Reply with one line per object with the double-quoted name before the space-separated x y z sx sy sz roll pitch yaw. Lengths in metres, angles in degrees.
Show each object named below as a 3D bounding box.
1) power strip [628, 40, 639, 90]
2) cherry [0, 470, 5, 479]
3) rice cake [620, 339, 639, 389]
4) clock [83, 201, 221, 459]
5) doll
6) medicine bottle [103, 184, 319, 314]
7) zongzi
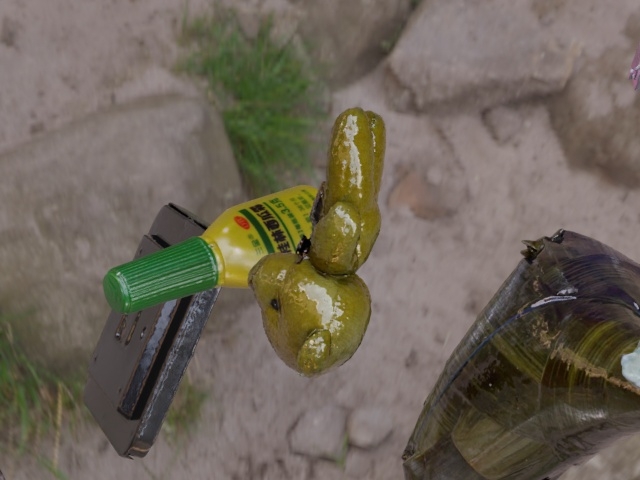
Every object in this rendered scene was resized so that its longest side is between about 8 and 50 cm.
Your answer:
"power strip" 0.503 -0.222 1.872 0.279 0.109 0.037 -5 71 1
"cherry" -0.247 0.156 0.704 0.230 0.300 0.203 -32 91 -8
"rice cake" 0.322 0.033 1.158 0.237 0.127 0.043 -43 65 14
"clock" -0.204 0.098 1.870 0.049 0.273 0.279 22 92 -22
"doll" 0.000 0.000 1.192 0.097 0.137 0.209 12 90 2
"medicine bottle" -0.090 0.015 1.534 0.260 0.064 0.095 -19 67 -32
"zongzi" 0.259 0.229 1.829 0.208 0.432 0.403 29 108 -17
